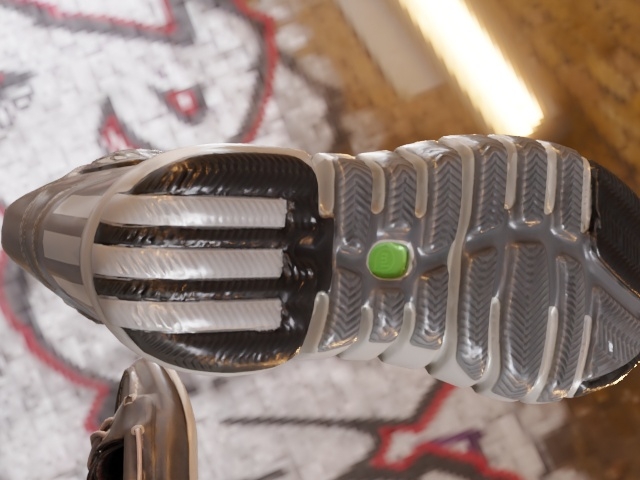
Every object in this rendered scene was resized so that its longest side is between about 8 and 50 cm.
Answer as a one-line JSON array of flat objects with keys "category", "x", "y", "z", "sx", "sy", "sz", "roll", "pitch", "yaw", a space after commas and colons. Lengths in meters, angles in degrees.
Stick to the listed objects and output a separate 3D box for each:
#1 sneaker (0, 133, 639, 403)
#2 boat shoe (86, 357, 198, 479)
[{"category": "sneaker", "x": 0.000, "y": 0.000, "z": 0.555, "sx": 0.132, "sy": 0.229, "sz": 0.086, "roll": 9, "pitch": -89, "yaw": 52}, {"category": "boat shoe", "x": -0.150, "y": 0.212, "z": 1.336, "sx": 0.335, "sy": 0.095, "sz": 0.112, "roll": -107, "pitch": -152, "yaw": -48}]
